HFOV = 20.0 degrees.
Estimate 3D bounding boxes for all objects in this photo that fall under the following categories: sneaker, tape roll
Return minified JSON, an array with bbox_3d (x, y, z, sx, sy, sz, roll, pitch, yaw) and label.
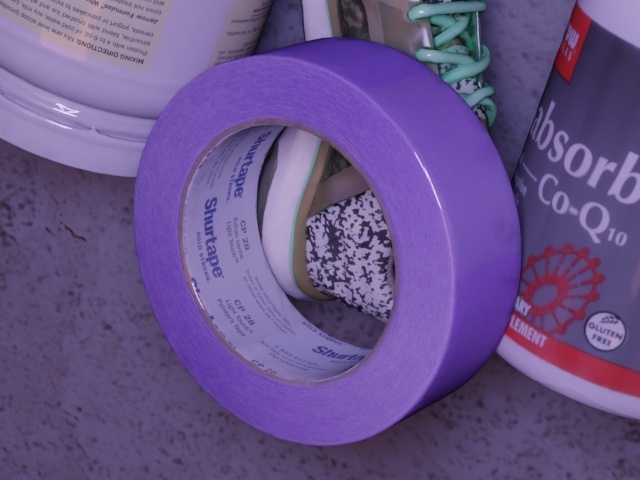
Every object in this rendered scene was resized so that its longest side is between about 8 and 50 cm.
[{"bbox_3d":[0.082,-0.108,1.312,0.182,0.158,0.410,34,124,35],"label":"sneaker"},{"bbox_3d":[0.000,0.000,1.264,0.275,0.090,0.274,11,109,35],"label":"tape roll"}]

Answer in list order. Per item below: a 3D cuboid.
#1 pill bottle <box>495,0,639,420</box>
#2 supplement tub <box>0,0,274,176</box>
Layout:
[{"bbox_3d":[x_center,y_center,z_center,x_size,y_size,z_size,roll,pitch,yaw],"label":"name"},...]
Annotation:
[{"bbox_3d":[0.253,-0.074,1.252,0.210,0.210,0.362,22,111,13],"label":"pill bottle"},{"bbox_3d":[-0.137,-0.234,1.334,0.235,0.235,0.324,27,112,11],"label":"supplement tub"}]
